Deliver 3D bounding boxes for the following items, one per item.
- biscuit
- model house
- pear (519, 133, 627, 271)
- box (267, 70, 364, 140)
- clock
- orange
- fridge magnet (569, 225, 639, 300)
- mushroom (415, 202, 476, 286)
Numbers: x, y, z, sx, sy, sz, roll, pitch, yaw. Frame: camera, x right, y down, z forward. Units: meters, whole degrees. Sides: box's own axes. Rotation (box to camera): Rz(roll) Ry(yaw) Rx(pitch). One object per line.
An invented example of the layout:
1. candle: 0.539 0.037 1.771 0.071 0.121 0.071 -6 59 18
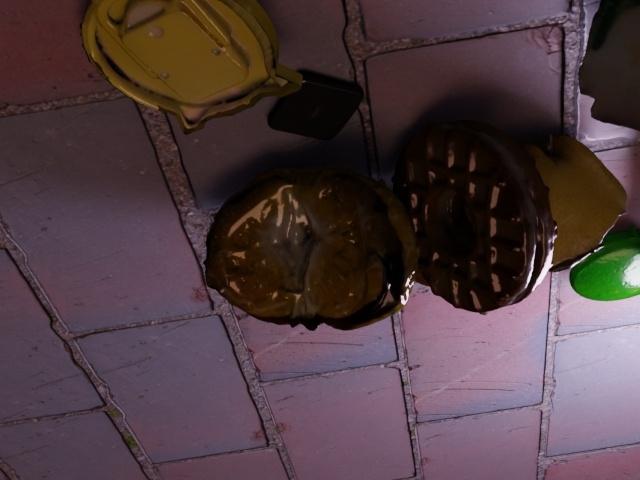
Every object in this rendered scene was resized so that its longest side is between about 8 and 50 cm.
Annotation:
1. biscuit: 0.243 -0.041 1.857 0.103 0.332 0.332 -21 155 -33
2. model house: 0.571 -0.257 1.661 0.298 0.243 0.284 19 -171 33
3. pear: 0.372 -0.087 1.923 0.267 0.267 0.178 -22 116 20
4. box: -0.007 -0.212 1.805 0.125 0.027 0.126 10 140 -27
5. clock: -0.193 -0.284 1.615 0.277 0.071 0.293 -12 140 29
6. orange: 0.000 0.000 1.922 0.369 0.210 0.270 2 108 24
7. fridge magnet: 0.590 0.052 2.232 0.208 0.088 0.208 -4 145 -3
8. mushroom: 0.259 0.024 2.078 0.286 0.151 0.156 -12 143 6
